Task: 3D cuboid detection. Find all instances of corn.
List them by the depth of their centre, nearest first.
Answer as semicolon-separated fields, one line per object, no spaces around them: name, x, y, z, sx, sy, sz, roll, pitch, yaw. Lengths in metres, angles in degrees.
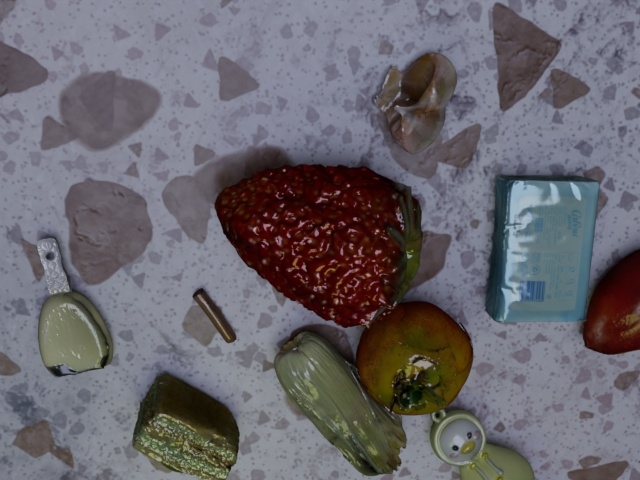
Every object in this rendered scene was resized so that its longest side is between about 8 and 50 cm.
corn;0.038;0.300;1.808;0.122;0.123;0.305;-34;107;29

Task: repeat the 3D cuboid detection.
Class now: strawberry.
strawberry;0.000;0.002;1.685;0.343;0.292;0.292;14;104;16

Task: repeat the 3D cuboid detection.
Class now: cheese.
cheese;-0.450;0.115;1.744;0.127;0.054;0.251;-12;104;-3

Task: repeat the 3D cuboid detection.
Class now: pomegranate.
pomegranate;0.167;0.215;1.748;0.210;0.235;0.210;1;119;1

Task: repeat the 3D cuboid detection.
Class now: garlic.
garlic;0.171;-0.240;1.705;0.124;0.099;0.174;23;100;-27

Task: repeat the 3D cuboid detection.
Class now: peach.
peach;0.595;0.102;1.814;0.267;0.159;0.154;-24;100;2

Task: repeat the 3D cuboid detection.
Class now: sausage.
sausage;-0.191;0.139;1.794;0.026;0.026;0.116;-33;106;2

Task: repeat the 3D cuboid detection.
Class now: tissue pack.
tissue pack;0.400;0.014;1.798;0.177;0.089;0.263;0;102;-8

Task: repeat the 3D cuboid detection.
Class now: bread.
bread;-0.233;0.341;1.784;0.196;0.138;0.102;31;109;-13

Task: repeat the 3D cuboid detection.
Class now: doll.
doll;0.307;0.429;1.876;0.141;0.117;0.296;-42;105;2

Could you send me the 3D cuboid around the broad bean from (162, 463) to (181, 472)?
broad bean;-0.269;0.399;1.842;0.083;0.045;0.063;29;111;-5
